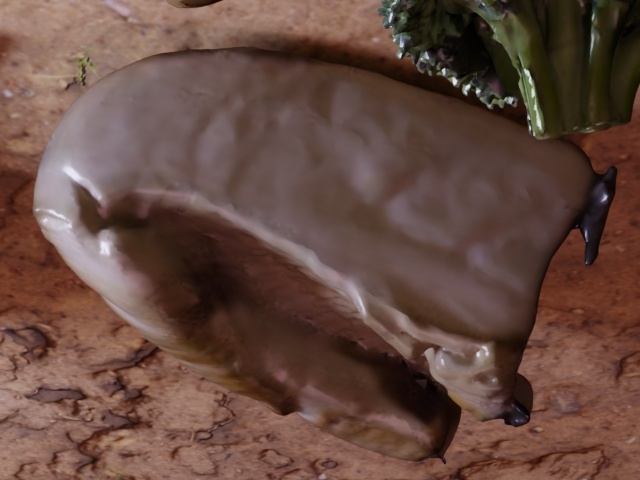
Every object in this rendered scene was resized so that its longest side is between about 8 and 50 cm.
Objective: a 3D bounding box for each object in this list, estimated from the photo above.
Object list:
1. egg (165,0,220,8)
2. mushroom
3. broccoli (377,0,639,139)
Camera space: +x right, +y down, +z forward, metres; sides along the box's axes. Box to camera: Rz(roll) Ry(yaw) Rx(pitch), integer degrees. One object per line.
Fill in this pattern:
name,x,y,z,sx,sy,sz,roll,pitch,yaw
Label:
egg,-0.073,-0.188,1.004,0.083,0.071,0.071,-20,143,8
mushroom,-0.026,0.006,1.215,0.397,0.224,0.313,19,160,-9
broccoli,0.143,-0.148,0.938,0.198,0.226,0.176,-27,93,41
